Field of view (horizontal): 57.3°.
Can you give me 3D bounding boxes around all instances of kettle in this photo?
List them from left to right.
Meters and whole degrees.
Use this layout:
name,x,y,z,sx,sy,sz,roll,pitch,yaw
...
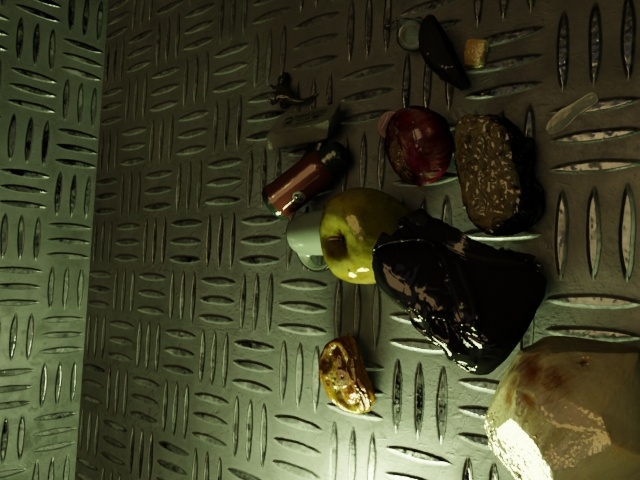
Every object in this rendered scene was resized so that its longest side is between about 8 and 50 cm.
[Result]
name,x,y,z,sx,sy,sz,roll,pitch,yaw
kettle,0.000,0.000,2.011,0.236,0.161,0.221,-5,92,44

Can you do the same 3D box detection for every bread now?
name,x,y,z,sx,sy,sz,roll,pitch,yaw
bread,0.463,-0.557,1.740,0.070,0.035,0.083,16,102,42

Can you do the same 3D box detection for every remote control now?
name,x,y,z,sx,sy,sz,roll,pitch,yaw
remote control,-0.047,-0.283,2.156,0.072,0.042,0.222,41,112,38

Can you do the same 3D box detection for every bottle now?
name,x,y,z,sx,sy,sz,roll,pitch,yaw
bottle,-0.041,-0.217,2.066,0.336,0.144,0.144,-34,63,19

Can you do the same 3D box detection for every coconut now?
name,x,y,z,sx,sy,sz,roll,pitch,yaw
coconut,0.582,0.393,1.326,0.415,0.344,0.416,-3,86,44

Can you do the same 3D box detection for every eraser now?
name,x,y,z,sx,sy,sz,roll,pitch,yaw
eraser,-0.066,-0.413,2.133,0.352,0.077,0.111,-2,49,42

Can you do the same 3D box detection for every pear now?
name,x,y,z,sx,sy,sz,roll,pitch,yaw
pear,0.155,-0.016,1.790,0.304,0.304,0.304,-5,82,41

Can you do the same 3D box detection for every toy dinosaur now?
name,x,y,z,sx,sy,sz,roll,pitch,yaw
toy dinosaur,-0.116,-0.585,2.222,0.179,0.087,0.187,-30,68,37

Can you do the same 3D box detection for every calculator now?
name,x,y,z,sx,sy,sz,roll,pitch,yaw
calculator,0.251,-0.363,1.912,0.166,0.024,0.103,40,111,36

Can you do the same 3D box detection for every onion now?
name,x,y,z,sx,sy,sz,roll,pitch,yaw
onion,0.295,-0.285,1.755,0.246,0.190,0.246,171,90,-69

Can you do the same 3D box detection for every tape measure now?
name,x,y,z,sx,sy,sz,roll,pitch,yaw
tape measure,0.280,-0.675,1.916,0.180,0.104,0.107,-126,28,-69

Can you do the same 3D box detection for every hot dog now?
name,x,y,z,sx,sy,sz,roll,pitch,yaw
hot dog,0.083,0.442,1.916,0.175,0.114,0.259,-35,63,35

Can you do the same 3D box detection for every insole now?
name,x,y,z,sx,sy,sz,roll,pitch,yaw
insole,0.666,-0.338,1.556,0.152,0.002,0.053,-36,63,33

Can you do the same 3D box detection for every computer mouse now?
name,x,y,z,sx,sy,sz,roll,pitch,yaw
computer mouse,0.357,-0.555,1.764,0.086,0.137,0.270,-31,64,27

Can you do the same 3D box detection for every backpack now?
name,x,y,z,sx,sy,sz,roll,pitch,yaw
backpack,0.343,0.107,1.539,0.445,0.363,0.255,33,145,22

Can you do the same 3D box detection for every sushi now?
name,x,y,z,sx,sy,sz,roll,pitch,yaw
sushi,0.477,-0.183,1.596,0.211,0.170,0.350,-21,71,40
